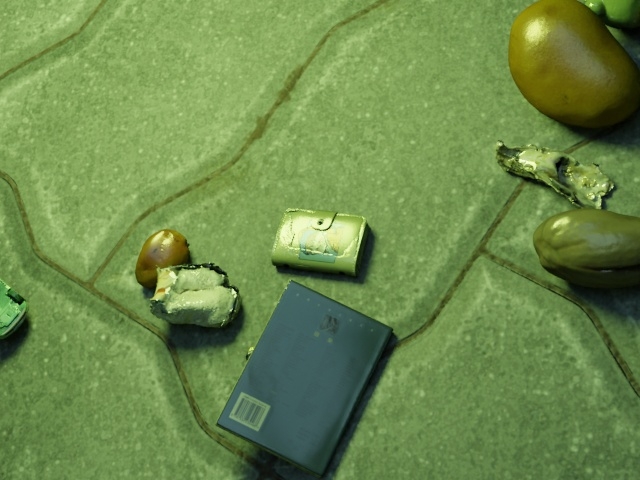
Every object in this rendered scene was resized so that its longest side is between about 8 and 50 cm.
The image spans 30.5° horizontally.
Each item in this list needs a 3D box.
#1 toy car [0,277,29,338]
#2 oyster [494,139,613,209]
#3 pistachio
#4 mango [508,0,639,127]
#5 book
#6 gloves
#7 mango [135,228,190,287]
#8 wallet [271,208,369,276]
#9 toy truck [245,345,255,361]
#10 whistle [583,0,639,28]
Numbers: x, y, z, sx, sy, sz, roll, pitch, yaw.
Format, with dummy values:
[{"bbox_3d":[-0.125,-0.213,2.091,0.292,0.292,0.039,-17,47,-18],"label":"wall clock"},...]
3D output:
[{"bbox_3d":[-0.618,0.096,2.133,0.224,0.076,0.090,36,78,20],"label":"toy car"},{"bbox_3d":[0.390,-0.110,1.945,0.106,0.061,0.200,-33,61,-21],"label":"oyster"},{"bbox_3d":[0.443,0.009,1.823,0.226,0.136,0.135,4,66,12],"label":"pistachio"},{"bbox_3d":[0.415,-0.287,1.962,0.175,0.139,0.254,-43,67,28],"label":"mango"},{"bbox_3d":[-0.024,0.218,1.884,0.191,0.025,0.269,26,73,4],"label":"book"},{"bbox_3d":[-0.212,0.094,2.009,0.153,0.070,0.114,6,58,5],"label":"gloves"},{"bbox_3d":[-0.280,0.034,2.067,0.114,0.060,0.080,-43,79,-7],"label":"mango"},{"bbox_3d":[0.000,0.000,2.008,0.155,0.039,0.110,7,68,19],"label":"wallet"},{"bbox_3d":[-0.087,0.208,1.928,0.054,0.049,0.083,-24,63,-3],"label":"toy truck"},{"bbox_3d":[0.579,-0.406,1.984,0.289,0.106,0.131,9,35,24],"label":"whistle"}]
